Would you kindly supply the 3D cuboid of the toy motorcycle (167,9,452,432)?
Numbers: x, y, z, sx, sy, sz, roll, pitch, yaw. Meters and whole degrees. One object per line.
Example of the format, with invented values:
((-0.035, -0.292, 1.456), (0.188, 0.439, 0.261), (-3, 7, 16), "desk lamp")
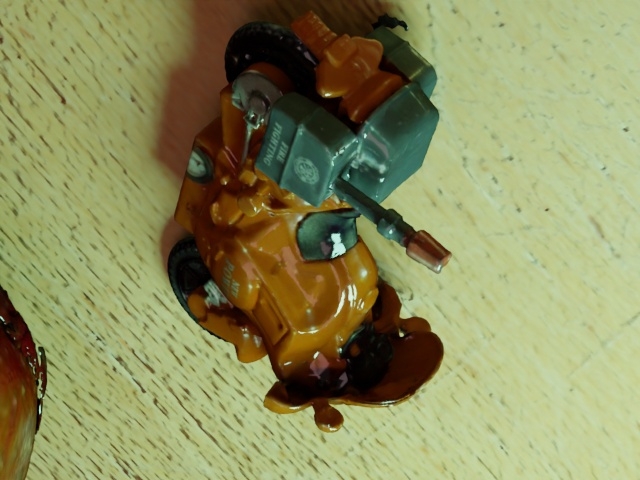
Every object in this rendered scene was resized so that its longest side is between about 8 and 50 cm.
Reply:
((0.000, 0.000, 1.283), (0.221, 0.148, 0.325), (35, 139, 14), "toy motorcycle")

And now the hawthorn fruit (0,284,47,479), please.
((-0.351, 0.148, 1.393), (0.316, 0.316, 0.316), (8, 131, 9), "hawthorn fruit")
